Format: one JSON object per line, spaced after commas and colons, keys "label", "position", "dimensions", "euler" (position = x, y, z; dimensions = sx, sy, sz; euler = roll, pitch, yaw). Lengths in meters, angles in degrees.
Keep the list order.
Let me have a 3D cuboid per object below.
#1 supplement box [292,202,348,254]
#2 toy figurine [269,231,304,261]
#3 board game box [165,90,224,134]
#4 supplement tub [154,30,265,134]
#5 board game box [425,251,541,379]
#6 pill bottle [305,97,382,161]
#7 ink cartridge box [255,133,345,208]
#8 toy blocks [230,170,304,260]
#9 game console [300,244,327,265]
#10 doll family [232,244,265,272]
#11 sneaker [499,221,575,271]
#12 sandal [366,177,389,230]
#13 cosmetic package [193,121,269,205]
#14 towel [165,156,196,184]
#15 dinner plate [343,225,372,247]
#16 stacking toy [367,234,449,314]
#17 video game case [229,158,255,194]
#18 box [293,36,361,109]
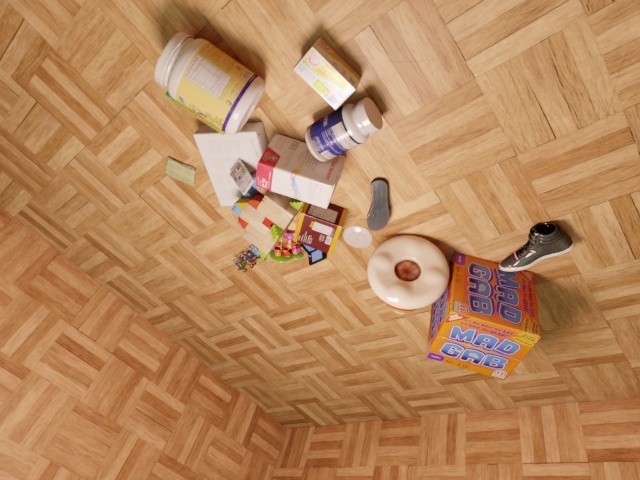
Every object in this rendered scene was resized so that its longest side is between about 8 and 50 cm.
{"label": "supplement box", "position": [-0.003, -0.068, 1.962], "dimensions": [0.194, 0.129, 0.191], "euler": [20, 136, 1]}
{"label": "toy figurine", "position": [-0.166, 0.008, 2.118], "dimensions": [0.173, 0.130, 0.159], "euler": [4, 124, 1]}
{"label": "board game box", "position": [-0.462, -0.539, 1.692], "dimensions": [0.259, 0.124, 0.039], "euler": [33, 167, -13]}
{"label": "supplement tub", "position": [-0.395, -0.565, 1.557], "dimensions": [0.331, 0.241, 0.241], "euler": [32, 134, -10]}
{"label": "board game box", "position": [0.707, 0.334, 1.922], "dimensions": [0.356, 0.356, 0.356], "euler": [15, 134, 7]}
{"label": "pill bottle", "position": [0.086, -0.409, 1.591], "dimensions": [0.265, 0.153, 0.153], "euler": [-21, 122, 33]}
{"label": "ink cartridge box", "position": [-0.078, -0.279, 1.722], "dimensions": [0.306, 0.226, 0.131], "euler": [20, 136, 2]}
{"label": "toy blocks", "position": [-0.260, -0.120, 1.871], "dimensions": [0.261, 0.191, 0.381], "euler": [37, 133, -2]}
{"label": "game console", "position": [-0.036, 0.051, 2.132], "dimensions": [0.122, 0.107, 0.071], "euler": [-26, 147, 37]}
{"label": "doll family", "position": [-0.375, 0.101, 2.300], "dimensions": [0.193, 0.076, 0.111], "euler": [-31, 111, 35]}
{"label": "sneaker", "position": [0.854, 0.019, 1.758], "dimensions": [0.296, 0.104, 0.147], "euler": [-28, 116, 31]}
{"label": "sandal", "position": [0.254, -0.153, 1.852], "dimensions": [0.097, 0.054, 0.254], "euler": [6, 124, 5]}
{"label": "cosmetic package", "position": [-0.348, -0.320, 1.873], "dimensions": [0.284, 0.097, 0.377], "euler": [4, 133, 18]}
{"label": "towel", "position": [-0.659, -0.324, 2.032], "dimensions": [0.148, 0.027, 0.110], "euler": [23, 136, -2]}
{"label": "dinner plate", "position": [0.174, -0.012, 2.033], "dimensions": [0.141, 0.017, 0.141], "euler": [11, 136, 11]}
{"label": "stacking toy", "position": [0.403, 0.227, 2.031], "dimensions": [0.350, 0.350, 0.480], "euler": [8, 152, 13]}
{"label": "video game case", "position": [-0.326, -0.263, 1.786], "dimensions": [0.087, 0.011, 0.122], "euler": [-48, 68, 32]}
{"label": "box", "position": [0.025, -0.577, 1.488], "dimensions": [0.203, 0.103, 0.114], "euler": [39, 133, -17]}
